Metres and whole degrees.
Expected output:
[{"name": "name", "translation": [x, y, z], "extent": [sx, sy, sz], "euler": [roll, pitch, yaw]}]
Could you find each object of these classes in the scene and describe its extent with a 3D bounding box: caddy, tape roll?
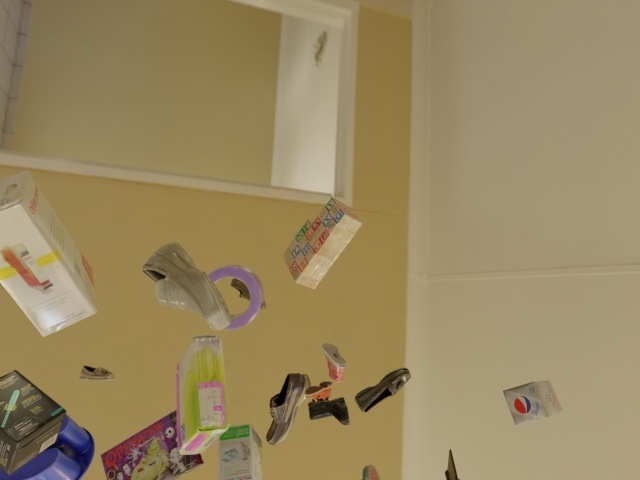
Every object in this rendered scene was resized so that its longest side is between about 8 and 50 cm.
[{"name": "caddy", "translation": [-0.902, 0.697, 1.450], "extent": [0.241, 0.341, 0.179], "euler": [-101, -179, -50]}, {"name": "tape roll", "translation": [-0.268, 0.169, 1.385], "extent": [0.080, 0.189, 0.189], "euler": [-160, -105, -88]}]

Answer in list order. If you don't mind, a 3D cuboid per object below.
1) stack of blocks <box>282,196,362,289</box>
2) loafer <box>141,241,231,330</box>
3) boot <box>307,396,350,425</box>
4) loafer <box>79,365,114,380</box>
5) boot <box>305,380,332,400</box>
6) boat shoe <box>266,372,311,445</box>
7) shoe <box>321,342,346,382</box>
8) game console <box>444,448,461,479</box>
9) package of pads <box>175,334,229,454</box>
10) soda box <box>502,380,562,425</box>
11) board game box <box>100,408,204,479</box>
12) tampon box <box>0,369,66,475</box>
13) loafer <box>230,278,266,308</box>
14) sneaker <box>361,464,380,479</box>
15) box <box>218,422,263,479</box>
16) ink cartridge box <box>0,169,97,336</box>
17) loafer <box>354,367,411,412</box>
[{"name": "stack of blocks", "translation": [0.000, 0.000, 1.612], "extent": [0.297, 0.087, 0.171], "euler": [-54, -145, 17]}, {"name": "loafer", "translation": [-0.296, 0.109, 0.995], "extent": [0.319, 0.111, 0.112], "euler": [31, -32, 48]}, {"name": "boot", "translation": [0.020, 0.445, 1.184], "extent": [0.121, 0.099, 0.045], "euler": [-133, -143, -80]}, {"name": "loafer", "translation": [-0.613, 0.362, 1.252], "extent": [0.125, 0.045, 0.039], "euler": [-8, -102, 27]}, {"name": "boot", "translation": [-0.006, 0.665, 1.969], "extent": [0.059, 0.158, 0.084], "euler": [5, -87, 42]}, {"name": "boat shoe", "translation": [-0.175, 0.760, 2.105], "extent": [0.355, 0.130, 0.132], "euler": [-64, -161, -2]}, {"name": "shoe", "translation": [0.044, 0.462, 1.739], "extent": [0.178, 0.063, 0.081], "euler": [-142, -120, -65]}, {"name": "game console", "translation": [0.367, 0.630, 1.193], "extent": [0.071, 0.107, 0.122], "euler": [-54, 179, 13]}, {"name": "package of pads", "translation": [-0.366, 0.463, 1.393], "extent": [0.229, 0.101, 0.296], "euler": [-52, -139, 41]}, {"name": "soda box", "translation": [0.623, 0.469, 1.337], "extent": [0.091, 0.286, 0.098], "euler": [-27, -117, 26]}, {"name": "board game box", "translation": [-0.598, 0.771, 1.617], "extent": [0.208, 0.347, 0.056], "euler": [60, 5, 28]}, {"name": "tampon box", "translation": [-0.655, 0.381, 0.972], "extent": [0.101, 0.161, 0.120], "euler": [-62, 169, 20]}, {"name": "loafer", "translation": [-0.237, 0.174, 1.489], "extent": [0.050, 0.148, 0.056], "euler": [-44, -176, -19]}, {"name": "sneaker", "translation": [0.197, 1.129, 1.962], "extent": [0.121, 0.108, 0.302], "euler": [-20, -118, 32]}, {"name": "box", "translation": [-0.278, 0.815, 1.644], "extent": [0.262, 0.127, 0.231], "euler": [86, -4, -53]}, {"name": "ink cartridge box", "translation": [-0.810, 0.032, 1.303], "extent": [0.279, 0.160, 0.385], "euler": [43, -26, 53]}, {"name": "loafer", "translation": [0.277, 0.644, 1.948], "extent": [0.096, 0.267, 0.084], "euler": [61, -2, -30]}]
